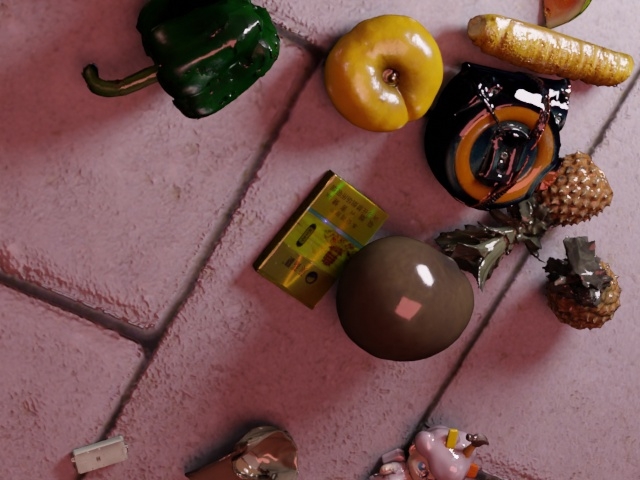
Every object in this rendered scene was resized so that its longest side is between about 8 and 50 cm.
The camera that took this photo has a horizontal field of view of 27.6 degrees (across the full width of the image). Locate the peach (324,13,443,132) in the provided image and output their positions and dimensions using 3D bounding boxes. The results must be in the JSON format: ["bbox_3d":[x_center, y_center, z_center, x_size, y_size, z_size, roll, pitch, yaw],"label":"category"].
[{"bbox_3d":[0.093,-0.240,1.898,0.179,0.103,0.179,-8,117,-17],"label":"peach"}]

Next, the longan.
[{"bbox_3d":[0.127,0.093,1.999,0.220,0.196,0.196,21,104,-38],"label":"longan"}]

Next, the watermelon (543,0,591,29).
[{"bbox_3d":[0.387,-0.397,1.953,0.087,0.069,0.163,-10,113,-16],"label":"watermelon"}]

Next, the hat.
[{"bbox_3d":[-0.132,0.352,2.096,0.175,0.085,0.147,-17,130,14],"label":"hat"}]

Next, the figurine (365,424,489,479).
[{"bbox_3d":[0.180,0.379,2.188,0.229,0.112,0.137,-29,111,9],"label":"figurine"}]

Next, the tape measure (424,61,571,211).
[{"bbox_3d":[0.265,-0.155,1.974,0.202,0.135,0.223,8,111,-20],"label":"tape measure"}]

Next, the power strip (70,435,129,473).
[{"bbox_3d":[-0.345,0.335,2.035,0.090,0.016,0.040,-15,115,-13],"label":"power strip"}]

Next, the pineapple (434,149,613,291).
[{"bbox_3d":[0.323,-0.032,2.058,0.277,0.119,0.130,-35,143,-1],"label":"pineapple"}]

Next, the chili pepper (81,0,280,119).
[{"bbox_3d":[-0.188,-0.249,1.768,0.261,0.174,0.165,-31,142,6],"label":"chili pepper"}]

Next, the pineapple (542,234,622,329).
[{"bbox_3d":[0.413,0.063,2.067,0.128,0.128,0.248,-41,158,1],"label":"pineapple"}]

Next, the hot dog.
[{"bbox_3d":[0.350,-0.285,1.977,0.289,0.083,0.068,13,90,-26],"label":"hot dog"}]

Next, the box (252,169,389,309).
[{"bbox_3d":[0.000,0.000,2.008,0.121,0.030,0.193,36,96,-27],"label":"box"}]
